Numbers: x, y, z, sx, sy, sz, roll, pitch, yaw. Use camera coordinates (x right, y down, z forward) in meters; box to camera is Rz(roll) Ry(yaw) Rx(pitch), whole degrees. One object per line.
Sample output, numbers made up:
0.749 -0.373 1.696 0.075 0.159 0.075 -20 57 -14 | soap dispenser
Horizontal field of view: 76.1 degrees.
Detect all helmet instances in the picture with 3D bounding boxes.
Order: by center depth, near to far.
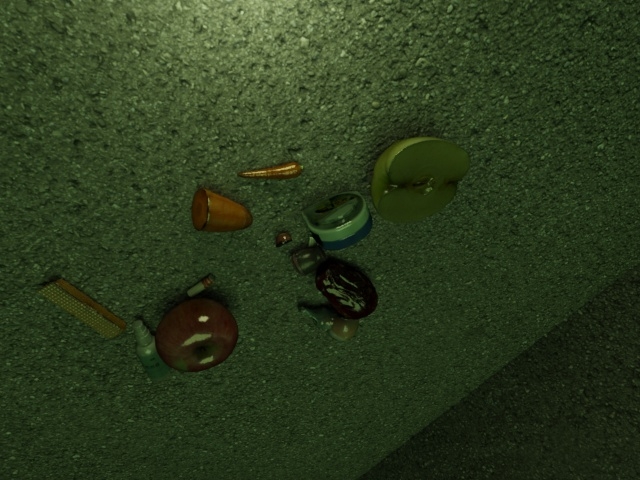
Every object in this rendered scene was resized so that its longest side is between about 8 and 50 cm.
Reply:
-0.163 -0.007 1.748 0.084 0.049 0.065 -26 169 33 | helmet

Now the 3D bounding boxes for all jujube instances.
0.114 0.230 1.923 0.216 0.216 0.342 -42 120 14 | jujube

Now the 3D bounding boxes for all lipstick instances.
-0.521 0.199 1.789 0.131 0.038 0.038 -34 127 9 | lipstick

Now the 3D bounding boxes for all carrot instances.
-0.186 -0.255 1.559 0.257 0.061 0.061 -10 127 -7 | carrot
-0.361 -0.102 1.565 0.225 0.159 0.159 8 122 -34 | carrot

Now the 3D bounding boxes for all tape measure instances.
0.071 -0.083 1.649 0.260 0.262 0.138 -27 118 1 | tape measure

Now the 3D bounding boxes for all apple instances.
0.389 -0.238 1.614 0.361 0.320 0.311 -6 88 -21 | apple
-0.538 0.403 1.784 0.345 0.269 0.344 -12 124 -19 | apple

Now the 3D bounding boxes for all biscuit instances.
-0.977 0.288 1.698 0.094 0.054 0.378 -31 128 7 | biscuit

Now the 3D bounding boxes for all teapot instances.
-0.040 0.091 1.811 0.146 0.116 0.148 -28 130 7 | teapot

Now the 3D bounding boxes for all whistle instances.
0.046 0.406 2.042 0.348 0.189 0.189 16 119 -14 | whistle

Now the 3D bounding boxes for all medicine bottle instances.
-0.785 0.502 1.878 0.110 0.110 0.351 -11 128 -10 | medicine bottle

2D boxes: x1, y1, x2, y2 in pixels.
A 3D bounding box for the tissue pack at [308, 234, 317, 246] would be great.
0.000 0.000 1.820 0.108 0.023 0.056 -2 127 -16 | tissue pack
